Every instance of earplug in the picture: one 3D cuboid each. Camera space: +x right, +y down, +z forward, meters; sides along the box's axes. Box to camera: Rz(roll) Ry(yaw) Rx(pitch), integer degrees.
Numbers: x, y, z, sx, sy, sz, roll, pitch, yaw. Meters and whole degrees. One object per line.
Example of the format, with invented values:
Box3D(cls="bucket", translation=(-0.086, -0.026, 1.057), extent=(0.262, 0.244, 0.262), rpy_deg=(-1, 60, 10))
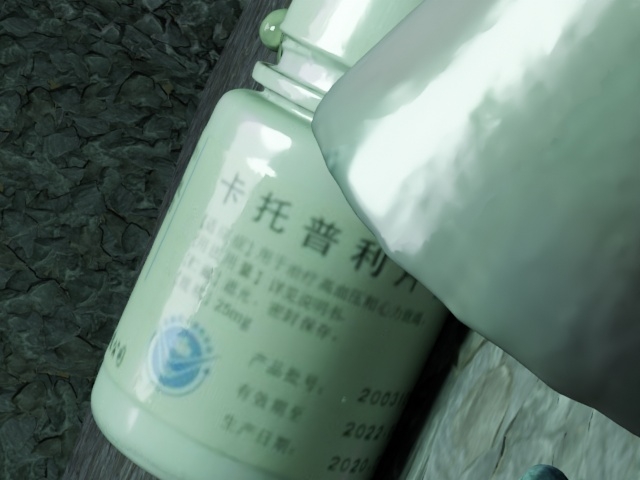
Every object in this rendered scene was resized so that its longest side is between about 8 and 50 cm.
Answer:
Box3D(cls="earplug", translation=(0.149, -0.106, 0.388), extent=(0.301, 0.172, 0.172), rpy_deg=(-55, 13, 21))

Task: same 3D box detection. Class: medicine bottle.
Box3D(cls="medicine bottle", translation=(0.000, 0.000, 0.850), extent=(0.293, 0.170, 0.170), rpy_deg=(-64, 10, 7))

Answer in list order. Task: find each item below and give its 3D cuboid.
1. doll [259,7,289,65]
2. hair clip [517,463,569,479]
Box3D(cls="doll", translation=(0.017, -0.184, 1.377), extent=(0.275, 0.113, 0.154), rpy_deg=(-111, 36, -66))
Box3D(cls="hair clip", translation=(0.042, 0.211, 0.547), extent=(0.275, 0.048, 0.083), rpy_deg=(-64, 6, -12))
